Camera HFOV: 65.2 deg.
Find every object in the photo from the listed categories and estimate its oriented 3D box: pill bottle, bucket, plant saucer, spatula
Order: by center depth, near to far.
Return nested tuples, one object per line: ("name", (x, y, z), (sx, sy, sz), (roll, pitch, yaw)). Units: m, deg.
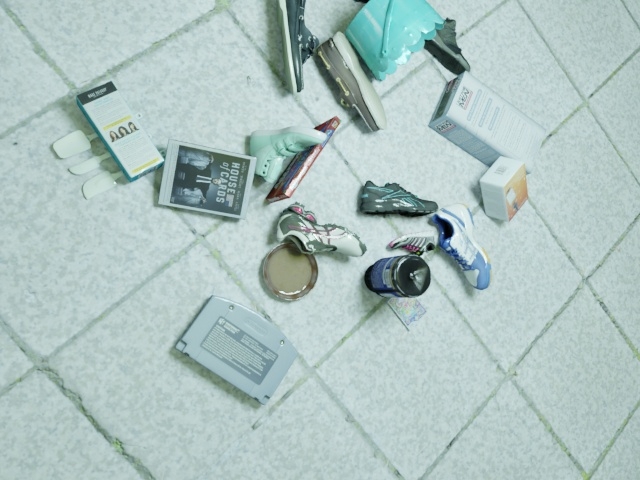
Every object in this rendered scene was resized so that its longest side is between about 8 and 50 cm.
("spatula", (-0.550, -0.237, 1.327), (0.242, 0.019, 0.168), (-33, 95, -21))
("plant saucer", (-0.088, 0.089, 1.460), (0.169, 0.029, 0.168), (2, 83, -20))
("pill bottle", (0.216, 0.107, 1.470), (0.123, 0.219, 0.122), (2, 84, -21))
("bucket", (0.225, -0.646, 1.538), (0.281, 0.281, 0.183), (-42, 95, -20))

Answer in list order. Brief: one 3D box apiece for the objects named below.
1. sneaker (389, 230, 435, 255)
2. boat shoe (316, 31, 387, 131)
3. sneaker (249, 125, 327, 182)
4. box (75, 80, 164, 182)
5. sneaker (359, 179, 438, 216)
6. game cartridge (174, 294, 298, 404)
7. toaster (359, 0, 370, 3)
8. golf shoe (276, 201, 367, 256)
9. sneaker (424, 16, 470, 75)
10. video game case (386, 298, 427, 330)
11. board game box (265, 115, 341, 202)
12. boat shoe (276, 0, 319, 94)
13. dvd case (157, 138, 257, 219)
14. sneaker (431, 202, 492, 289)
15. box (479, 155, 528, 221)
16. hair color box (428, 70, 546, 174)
("sneaker", (0.299, 0.015, 1.595), (0.171, 0.063, 0.074), (-10, 81, -26))
("boat shoe", (0.100, -0.477, 1.558), (0.324, 0.097, 0.116), (60, 28, -9))
("sneaker", (-0.093, -0.234, 1.398), (0.094, 0.256, 0.150), (7, 86, -54))
("box", (-0.521, -0.281, 1.305), (0.101, 0.060, 0.244), (-35, 96, -25))
("sneaker", (0.253, -0.131, 1.576), (0.268, 0.101, 0.106), (3, 81, -21))
("game cartridge", (-0.218, 0.291, 1.376), (0.297, 0.062, 0.198), (38, 68, -13))
("toaster", (0.216, -0.838, 1.603), (0.186, 0.168, 0.110), (3, 82, -20))
("golf shoe", (0.000, 0.000, 1.458), (0.273, 0.105, 0.120), (26, 64, -7))
("sneaker", (0.448, -0.675, 1.715), (0.228, 0.087, 0.130), (40, 78, -7))
("video game case", (0.276, 0.212, 1.593), (0.087, 0.011, 0.122), (-41, 99, -20))
("board game box", (-0.050, -0.232, 1.447), (0.027, 0.145, 0.281), (38, 72, -19))
("boat shoe", (-0.061, -0.602, 1.495), (0.113, 0.127, 0.339), (-6, 77, -10))
("dvd case", (-0.308, -0.165, 1.371), (0.239, 0.029, 0.179), (10, 97, -14))
("sneaker", (0.448, 0.030, 1.626), (0.131, 0.112, 0.296), (-15, 79, -27))
("box", (0.618, -0.171, 1.681), (0.130, 0.091, 0.170), (-47, 135, -19))
("hair color box", (0.576, -0.386, 1.719), (0.375, 0.114, 0.185), (29, 74, -16))
